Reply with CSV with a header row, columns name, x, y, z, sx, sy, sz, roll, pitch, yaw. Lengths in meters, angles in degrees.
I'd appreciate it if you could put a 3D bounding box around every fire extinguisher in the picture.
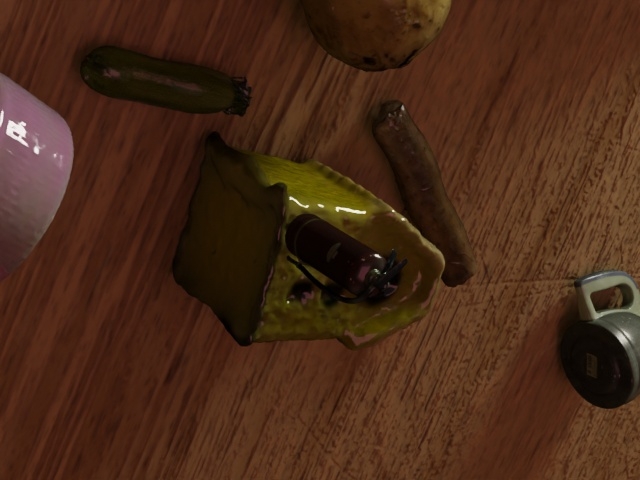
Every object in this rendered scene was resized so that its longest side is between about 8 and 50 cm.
name,x,y,z,sx,sy,sz,roll,pitch,yaw
fire extinguisher,0.019,0.018,1.533,0.043,0.158,0.064,37,88,-31

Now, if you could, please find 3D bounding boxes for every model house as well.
name,x,y,z,sx,sy,sz,roll,pitch,yaw
model house,0.000,0.000,1.728,0.234,0.193,0.174,1,109,-30

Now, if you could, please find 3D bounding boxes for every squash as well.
name,x,y,z,sx,sy,sz,roll,pitch,yaw
squash,-0.148,-0.151,1.660,0.183,0.052,0.052,7,108,-34

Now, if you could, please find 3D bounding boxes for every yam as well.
name,x,y,z,sx,sy,sz,roll,pitch,yaw
yam,0.111,-0.049,1.859,0.057,0.057,0.241,-35,126,-12

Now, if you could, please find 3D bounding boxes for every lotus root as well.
name,x,y,z,sx,sy,sz,roll,pitch,yaw
lotus root,0.045,-0.297,1.651,0.160,0.146,0.284,-37,135,-35

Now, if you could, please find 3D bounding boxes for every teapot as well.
name,x,y,z,sx,sy,sz,roll,pitch,yaw
teapot,0.345,0.117,2.056,0.108,0.149,0.111,-22,161,-38

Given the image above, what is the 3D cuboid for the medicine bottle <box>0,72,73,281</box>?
name,x,y,z,sx,sy,sz,roll,pitch,yaw
medicine bottle,-0.406,-0.120,1.417,0.388,0.219,0.219,36,91,-35
